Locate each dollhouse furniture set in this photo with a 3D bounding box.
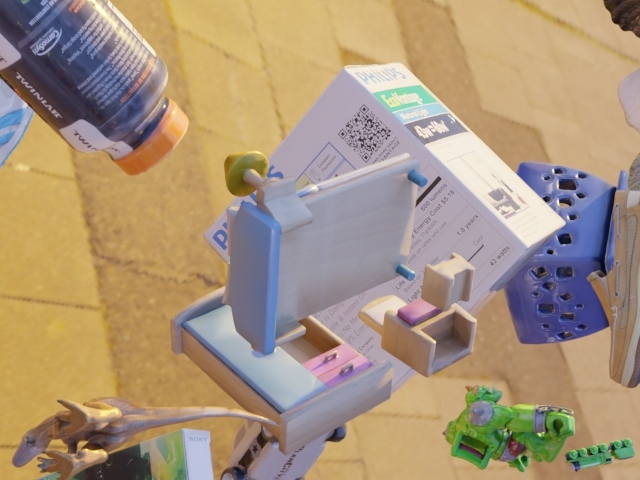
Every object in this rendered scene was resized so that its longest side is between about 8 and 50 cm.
[{"bbox_3d":[0.000,0.000,1.197,0.286,0.303,0.198,-24,43,-33],"label":"dollhouse furniture set"}]

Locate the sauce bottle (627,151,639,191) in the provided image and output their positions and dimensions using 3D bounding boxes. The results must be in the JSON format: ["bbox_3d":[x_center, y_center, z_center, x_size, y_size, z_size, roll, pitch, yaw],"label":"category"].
[{"bbox_3d":[0.517,-0.082,1.684,0.344,0.111,0.111,-2,70,-63],"label":"sauce bottle"}]

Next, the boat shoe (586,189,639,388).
[{"bbox_3d":[0.293,0.045,1.172,0.068,0.072,0.190,14,87,-71],"label":"boat shoe"}]

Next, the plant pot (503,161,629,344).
[{"bbox_3d":[0.430,0.022,2.017,0.236,0.212,0.236,66,33,-43],"label":"plant pot"}]

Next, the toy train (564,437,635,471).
[{"bbox_3d":[0.309,0.237,1.342,0.083,0.017,0.023,-10,76,-14],"label":"toy train"}]

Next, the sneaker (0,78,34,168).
[{"bbox_3d":[-0.417,-0.140,1.456,0.092,0.087,0.228,29,89,-43],"label":"sneaker"}]

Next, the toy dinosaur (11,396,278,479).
[{"bbox_3d":[-0.153,0.136,0.917,0.112,0.212,0.064,-21,101,-71],"label":"toy dinosaur"}]

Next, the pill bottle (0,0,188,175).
[{"bbox_3d":[-0.239,-0.175,1.195,0.245,0.130,0.130,47,34,-27],"label":"pill bottle"}]

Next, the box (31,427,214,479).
[{"bbox_3d":[-0.268,0.403,1.632,0.058,0.322,0.232,19,55,-51],"label":"box"}]

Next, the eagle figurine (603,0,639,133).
[{"bbox_3d":[0.391,-0.262,1.196,0.225,0.226,0.298,-90,168,-55],"label":"eagle figurine"}]

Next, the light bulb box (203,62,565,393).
[{"bbox_3d":[0.093,-0.014,1.794,0.361,0.358,0.225,46,24,11],"label":"light bulb box"}]

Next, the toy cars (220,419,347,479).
[{"bbox_3d":[-0.037,0.289,1.451,0.087,0.176,0.393,57,-14,39],"label":"toy cars"}]

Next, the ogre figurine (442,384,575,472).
[{"bbox_3d":[0.217,0.226,1.434,0.197,0.118,0.096,157,-53,-85],"label":"ogre figurine"}]
